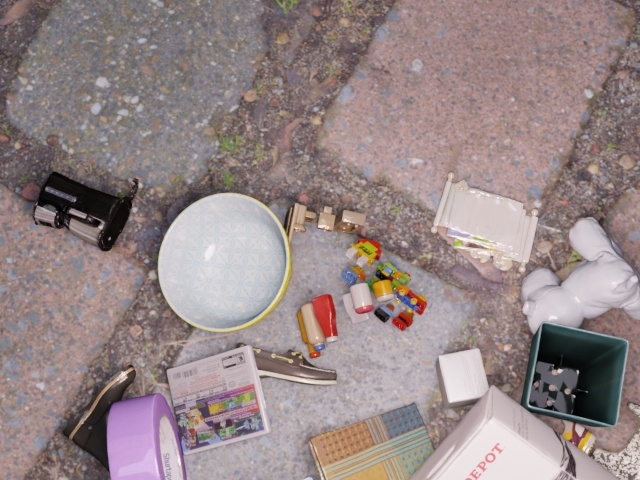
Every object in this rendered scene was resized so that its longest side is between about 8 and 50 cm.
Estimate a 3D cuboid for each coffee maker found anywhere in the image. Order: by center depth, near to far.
[{"bbox_3d":[-0.521,-0.081,1.954,0.178,0.120,0.171,23,53,7],"label":"coffee maker"}]

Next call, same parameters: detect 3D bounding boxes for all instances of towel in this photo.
[{"bbox_3d":[0.149,0.529,1.726,0.271,0.040,0.370,-12,69,-30],"label":"towel"}]

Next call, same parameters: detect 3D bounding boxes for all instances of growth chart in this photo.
[{"bbox_3d":[0.363,-0.035,1.940,0.237,0.021,0.172,23,77,9],"label":"growth chart"}]

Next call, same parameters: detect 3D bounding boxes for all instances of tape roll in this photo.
[{"bbox_3d":[-0.329,0.438,1.699,0.090,0.275,0.275,-12,74,-2],"label":"tape roll"}]

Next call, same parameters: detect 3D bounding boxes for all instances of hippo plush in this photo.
[{"bbox_3d":[0.543,0.129,1.800,0.236,0.294,0.234,-38,119,16],"label":"hippo plush"}]

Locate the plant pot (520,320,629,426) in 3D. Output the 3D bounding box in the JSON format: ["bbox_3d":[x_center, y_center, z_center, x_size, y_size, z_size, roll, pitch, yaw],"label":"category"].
[{"bbox_3d":[0.481,0.275,1.734,0.165,0.234,0.166,12,75,6],"label":"plant pot"}]

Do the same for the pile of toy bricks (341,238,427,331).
[{"bbox_3d":[0.151,0.089,1.884,0.212,0.118,0.105,39,44,23],"label":"pile of toy bricks"}]

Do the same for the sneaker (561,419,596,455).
[{"bbox_3d":[0.479,0.452,1.776,0.083,0.070,0.185,30,71,19],"label":"sneaker"}]

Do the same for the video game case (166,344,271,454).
[{"bbox_3d":[-0.212,0.331,1.819,0.201,0.023,0.184,-18,77,17],"label":"video game case"}]

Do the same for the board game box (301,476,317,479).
[{"bbox_3d":[-0.133,0.546,1.646,0.308,0.302,0.086,-23,74,-4],"label":"board game box"}]

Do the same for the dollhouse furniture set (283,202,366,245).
[{"bbox_3d":[0.000,0.000,1.896,0.151,0.144,0.123,12,79,-9],"label":"dollhouse furniture set"}]

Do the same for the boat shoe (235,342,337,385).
[{"bbox_3d":[-0.073,0.260,1.841,0.227,0.081,0.069,7,78,7],"label":"boat shoe"}]

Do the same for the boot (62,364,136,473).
[{"bbox_3d":[-0.421,0.371,1.835,0.137,0.077,0.198,41,92,8],"label":"boot"}]

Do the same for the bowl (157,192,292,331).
[{"bbox_3d":[-0.180,0.059,1.854,0.289,0.156,0.290,-4,76,15],"label":"bowl"}]

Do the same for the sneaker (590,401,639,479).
[{"bbox_3d":[0.706,0.366,1.752,0.410,0.158,0.182,-39,67,-11],"label":"sneaker"}]

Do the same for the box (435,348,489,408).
[{"bbox_3d":[0.290,0.285,1.808,0.087,0.101,0.102,-11,72,-1],"label":"box"}]

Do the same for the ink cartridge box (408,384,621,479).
[{"bbox_3d":[0.384,0.506,1.620,0.395,0.166,0.285,37,108,1],"label":"ink cartridge box"}]

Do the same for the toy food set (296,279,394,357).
[{"bbox_3d":[0.046,0.164,1.812,0.232,0.111,0.105,-21,74,24],"label":"toy food set"}]
